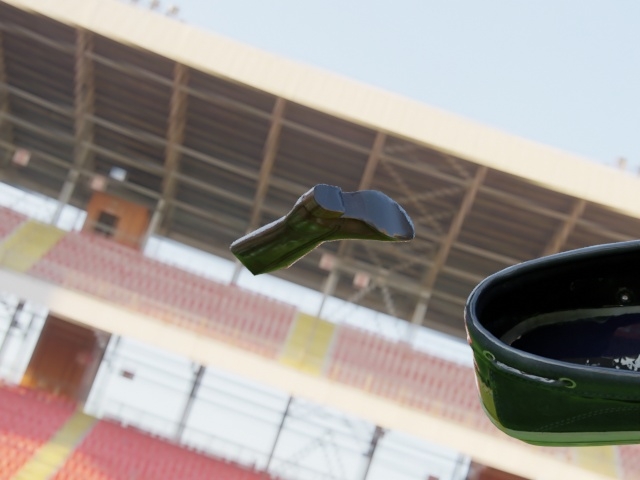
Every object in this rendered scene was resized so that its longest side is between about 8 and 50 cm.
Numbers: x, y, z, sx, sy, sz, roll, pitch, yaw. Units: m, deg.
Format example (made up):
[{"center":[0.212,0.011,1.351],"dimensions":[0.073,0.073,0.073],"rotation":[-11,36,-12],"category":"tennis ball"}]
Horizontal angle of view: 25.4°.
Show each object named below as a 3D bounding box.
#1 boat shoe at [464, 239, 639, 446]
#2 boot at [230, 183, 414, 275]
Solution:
[{"center":[0.348,0.066,1.172],"dimensions":[0.500,0.187,0.156],"rotation":[-9,-45,27],"category":"boat shoe"},{"center":[0.000,0.000,1.091],"dimensions":[0.106,0.037,0.114],"rotation":[19,-38,-32],"category":"boot"}]
